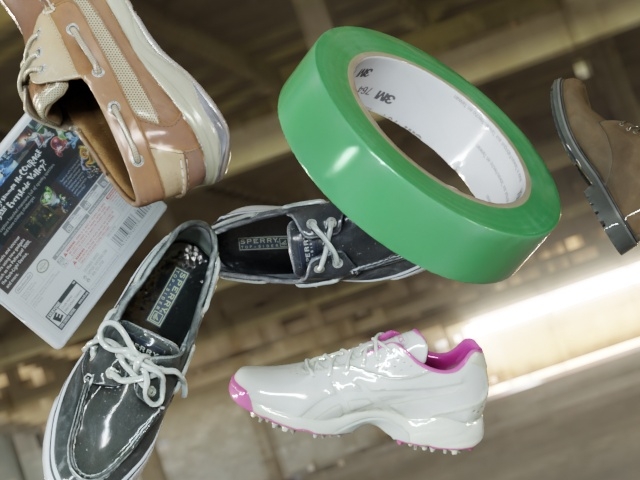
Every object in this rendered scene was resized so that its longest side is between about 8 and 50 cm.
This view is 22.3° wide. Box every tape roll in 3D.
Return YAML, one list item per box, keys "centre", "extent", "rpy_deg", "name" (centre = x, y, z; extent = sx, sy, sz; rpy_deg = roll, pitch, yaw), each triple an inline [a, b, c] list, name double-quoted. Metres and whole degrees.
- centre: [0.107, -0.094, 1.732]
  extent: [0.321, 0.321, 0.077]
  rpy_deg: [-11, -35, -54]
  name: "tape roll"

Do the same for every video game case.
- centre: [-0.270, -0.018, 1.621]
  extent: [0.190, 0.173, 0.022]
  rpy_deg: [-55, 19, -23]
  name: "video game case"

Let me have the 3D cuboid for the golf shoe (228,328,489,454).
- centre: [0.049, 0.157, 1.876]
  extent: [0.306, 0.140, 0.115]
  rpy_deg: [8, 18, -13]
  name: "golf shoe"

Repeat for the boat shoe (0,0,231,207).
- centre: [-0.219, -0.160, 1.479]
  extent: [0.116, 0.324, 0.123]
  rpy_deg: [-34, -21, -27]
  name: "boat shoe"

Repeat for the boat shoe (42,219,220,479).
- centre: [-0.176, 0.118, 1.589]
  extent: [0.306, 0.113, 0.105]
  rpy_deg: [-60, 1, -24]
  name: "boat shoe"

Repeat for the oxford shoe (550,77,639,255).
- centre: [0.314, -0.094, 1.730]
  extent: [0.096, 0.227, 0.083]
  rpy_deg: [-31, -34, 14]
  name: "oxford shoe"

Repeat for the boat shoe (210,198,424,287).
- centre: [0.000, 0.000, 1.770]
  extent: [0.301, 0.108, 0.102]
  rpy_deg: [-1, 12, 26]
  name: "boat shoe"
